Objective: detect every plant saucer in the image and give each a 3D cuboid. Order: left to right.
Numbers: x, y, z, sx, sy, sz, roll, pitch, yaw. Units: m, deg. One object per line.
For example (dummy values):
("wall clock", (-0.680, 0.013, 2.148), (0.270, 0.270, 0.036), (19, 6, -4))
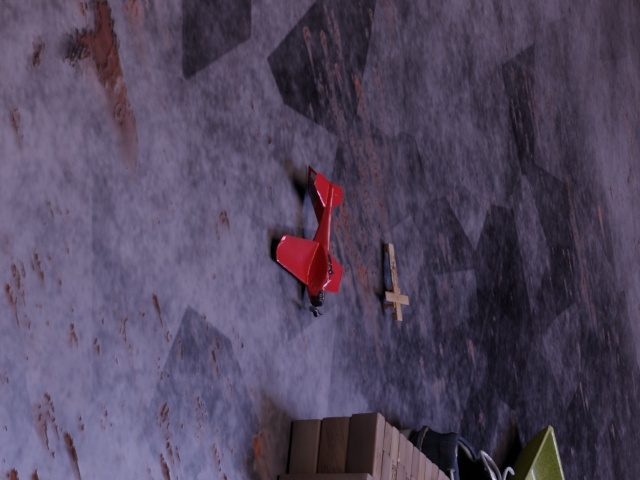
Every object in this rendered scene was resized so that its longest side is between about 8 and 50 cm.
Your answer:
("plant saucer", (0.261, 0.353, 2.165), (0.188, 0.045, 0.188), (-50, 130, -57))

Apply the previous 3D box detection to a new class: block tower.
("block tower", (0.072, 0.265, 1.713), (0.335, 0.091, 0.097), (46, 44, -55))

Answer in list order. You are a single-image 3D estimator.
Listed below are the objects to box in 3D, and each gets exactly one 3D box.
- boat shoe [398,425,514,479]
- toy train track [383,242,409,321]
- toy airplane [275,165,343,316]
("boat shoe", (0.158, 0.270, 1.914), (0.254, 0.079, 0.095), (54, 38, -48))
("toy train track", (0.074, 0.045, 1.858), (0.048, 0.014, 0.083), (15, 66, -57))
("toy airplane", (0.000, 0.000, 1.684), (0.151, 0.028, 0.151), (-5, 90, -67))
